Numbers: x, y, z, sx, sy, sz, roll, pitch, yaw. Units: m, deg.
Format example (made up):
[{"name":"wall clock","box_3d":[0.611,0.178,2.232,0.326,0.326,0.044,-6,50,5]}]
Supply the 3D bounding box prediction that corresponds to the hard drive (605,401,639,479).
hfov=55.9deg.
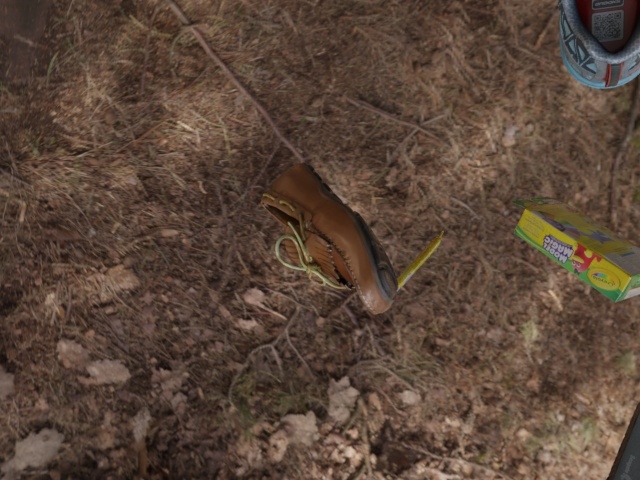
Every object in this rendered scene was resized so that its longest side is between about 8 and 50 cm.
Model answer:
[{"name":"hard drive","box_3d":[0.316,0.205,0.497,0.094,0.135,0.022,-52,157,-26]}]

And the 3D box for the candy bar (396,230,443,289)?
[{"name":"candy bar","box_3d":[0.179,0.043,1.123,0.018,0.040,0.161,41,72,14]}]

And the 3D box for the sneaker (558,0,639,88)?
[{"name":"sneaker","box_3d":[0.232,-0.256,0.479,0.125,0.104,0.261,-32,111,-65]}]

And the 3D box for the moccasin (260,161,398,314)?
[{"name":"moccasin","box_3d":[-0.001,-0.002,0.993,0.147,0.380,0.139,-36,136,-3]}]

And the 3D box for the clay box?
[{"name":"clay box","box_3d":[0.411,0.005,0.953,0.128,0.222,0.053,-7,126,-38]}]
